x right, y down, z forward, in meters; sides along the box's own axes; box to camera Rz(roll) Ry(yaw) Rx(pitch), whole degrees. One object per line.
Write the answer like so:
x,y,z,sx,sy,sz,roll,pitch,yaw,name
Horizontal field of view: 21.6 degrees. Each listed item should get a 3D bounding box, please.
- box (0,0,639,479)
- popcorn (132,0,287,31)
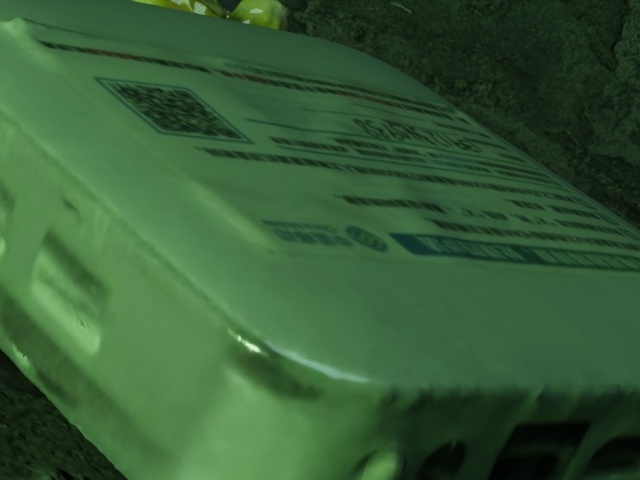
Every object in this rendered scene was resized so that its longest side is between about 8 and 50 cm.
-0.001,0.001,0.799,0.396,0.111,0.396,4,26,-45,box
-0.132,-0.055,1.080,0.212,0.259,0.259,2,-13,44,popcorn
